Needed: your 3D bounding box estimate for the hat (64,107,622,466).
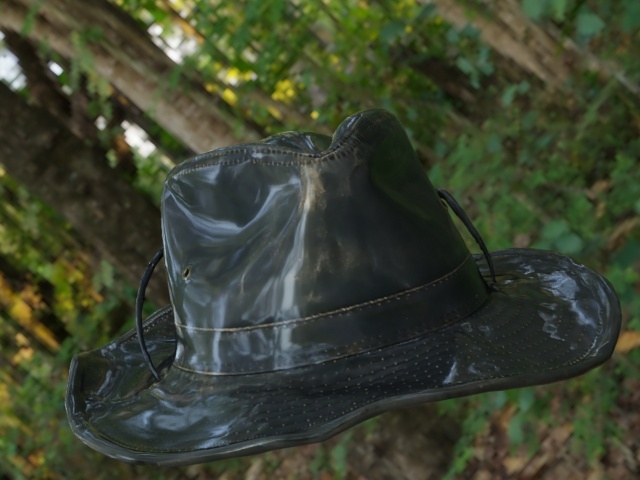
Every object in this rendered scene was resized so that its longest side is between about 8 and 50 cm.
[{"bbox_3d":[0.000,0.000,0.731,0.331,0.134,0.331,-9,11,2],"label":"hat"}]
